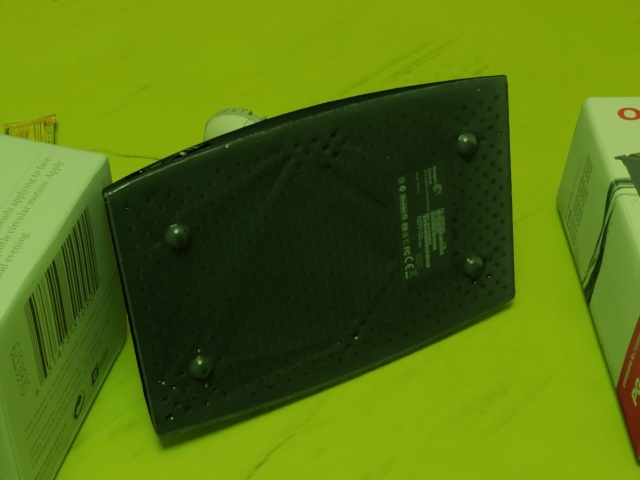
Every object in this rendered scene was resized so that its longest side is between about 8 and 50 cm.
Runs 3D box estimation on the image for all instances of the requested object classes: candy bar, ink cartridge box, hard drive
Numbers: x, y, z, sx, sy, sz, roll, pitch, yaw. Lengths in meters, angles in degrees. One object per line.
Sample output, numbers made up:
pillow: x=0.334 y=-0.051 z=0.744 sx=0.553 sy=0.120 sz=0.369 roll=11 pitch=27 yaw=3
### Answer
candy bar: x=-0.207 y=-0.042 z=0.807 sx=0.040 sy=0.018 sz=0.161 roll=-10 pitch=45 yaw=-8
ink cartridge box: x=0.262 y=0.014 z=0.705 sx=0.172 sy=0.100 sz=0.237 roll=0 pitch=43 yaw=-4
hard drive: x=0.000 y=0.000 z=0.668 sx=0.255 sy=0.172 sz=0.054 roll=-19 pitch=28 yaw=-23

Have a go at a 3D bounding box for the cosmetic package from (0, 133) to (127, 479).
cosmetic package: x=-0.223 y=0.036 z=0.625 sx=0.184 sy=0.151 sz=0.151 roll=12 pitch=43 yaw=9

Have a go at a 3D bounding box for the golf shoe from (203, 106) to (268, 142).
golf shoe: x=-0.047 y=-0.027 z=0.767 sx=0.086 sy=0.069 sz=0.176 roll=-29 pitch=49 yaw=-20
